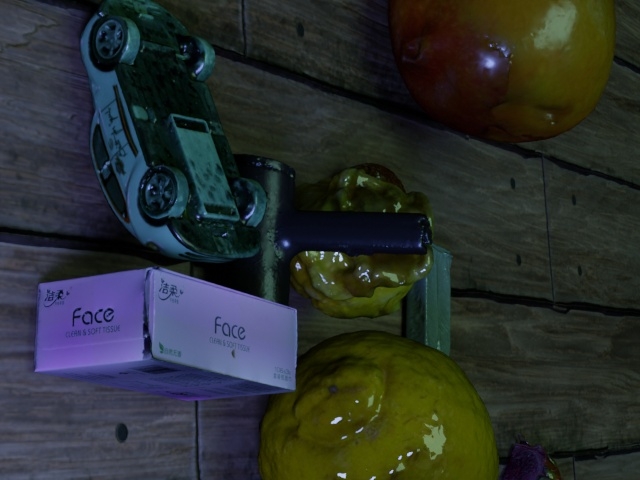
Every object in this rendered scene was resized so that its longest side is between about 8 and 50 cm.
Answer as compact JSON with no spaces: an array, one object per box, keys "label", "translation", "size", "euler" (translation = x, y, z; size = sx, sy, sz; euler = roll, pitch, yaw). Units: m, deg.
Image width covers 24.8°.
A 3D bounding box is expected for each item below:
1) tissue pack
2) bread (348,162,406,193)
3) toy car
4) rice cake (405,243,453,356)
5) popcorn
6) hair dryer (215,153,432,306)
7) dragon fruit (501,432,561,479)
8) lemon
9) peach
[{"label":"tissue pack","translation":[-0.149,0.097,1.434],"size":[0.246,0.149,0.092],"euler":[21,65,-57]},{"label":"bread","translation":[0.068,-0.012,1.882],"size":[0.193,0.064,0.193],"euler":[11,77,-57]},{"label":"toy car","translation":[-0.166,-0.102,1.474],"size":[0.136,0.125,0.305],"euler":[6,56,-52]},{"label":"rice cake","translation":[0.147,0.112,1.998],"size":[0.085,0.040,0.226],"euler":[29,59,-53]},{"label":"popcorn","translation":[0.040,0.001,1.715],"size":[0.155,0.198,0.197],"euler":[104,-5,-65]},{"label":"hair dryer","translation":[0.000,0.000,1.597],"size":[0.089,0.251,0.197],"euler":[36,54,-63]},{"label":"dragon fruit","translation":[0.331,0.367,2.179],"size":[0.102,0.096,0.147],"euler":[60,36,-25]},{"label":"lemon","translation":[0.070,0.243,1.646],"size":[0.316,0.286,0.285],"euler":[28,58,-76]},{"label":"peach","translation":[0.256,-0.305,2.035],"size":[0.373,0.290,0.372],"euler":[11,76,-53]}]
